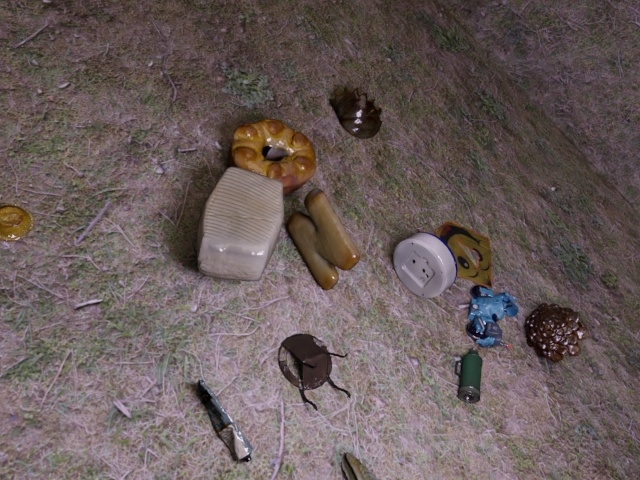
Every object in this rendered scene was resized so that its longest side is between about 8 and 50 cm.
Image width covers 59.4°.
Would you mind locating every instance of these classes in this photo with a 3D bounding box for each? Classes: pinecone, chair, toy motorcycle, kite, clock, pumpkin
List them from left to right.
[{"bbox_3d":[-0.021,0.374,1.669,0.174,0.149,0.213,-12,23,-32],"label":"chair"},{"bbox_3d":[0.161,-0.536,2.368,0.254,0.130,0.149,26,49,-13],"label":"pumpkin"},{"bbox_3d":[0.366,0.088,1.981,0.083,0.230,0.230,-29,76,-40],"label":"clock"},{"bbox_3d":[0.592,0.061,2.271,0.378,0.013,0.327,-24,73,-39],"label":"kite"},{"bbox_3d":[0.639,0.282,2.084,0.182,0.123,0.272,15,47,8],"label":"toy motorcycle"},{"bbox_3d":[0.878,0.346,2.101,0.203,0.201,0.228,-19,46,-5],"label":"pinecone"}]

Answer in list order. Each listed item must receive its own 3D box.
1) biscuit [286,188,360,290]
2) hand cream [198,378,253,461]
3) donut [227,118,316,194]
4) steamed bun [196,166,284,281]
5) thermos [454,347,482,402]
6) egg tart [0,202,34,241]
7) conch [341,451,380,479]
[{"bbox_3d":[0.000,0.000,1.840,0.062,0.237,0.290,-17,70,-38],"label":"biscuit"},{"bbox_3d":[-0.253,0.473,1.483,0.052,0.075,0.247,-22,74,-43],"label":"hand cream"},{"bbox_3d":[-0.175,-0.288,1.997,0.317,0.150,0.299,22,51,-15],"label":"donut"},{"bbox_3d":[-0.251,-0.027,1.726,0.247,0.236,0.383,13,46,-9],"label":"steamed bun"},{"bbox_3d":[0.513,0.457,1.921,0.073,0.083,0.187,45,43,-24],"label":"thermos"},{"bbox_3d":[-0.851,-0.057,1.530,0.129,0.049,0.128,15,51,-19],"label":"egg tart"},{"bbox_3d":[0.192,0.739,1.498,0.203,0.169,0.386,-42,41,-18],"label":"conch"}]
